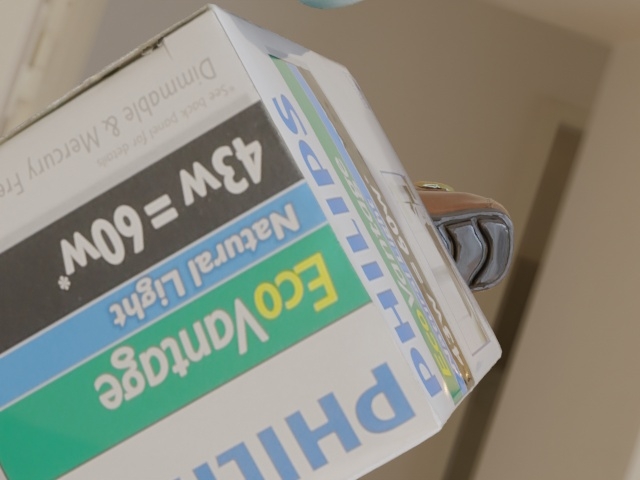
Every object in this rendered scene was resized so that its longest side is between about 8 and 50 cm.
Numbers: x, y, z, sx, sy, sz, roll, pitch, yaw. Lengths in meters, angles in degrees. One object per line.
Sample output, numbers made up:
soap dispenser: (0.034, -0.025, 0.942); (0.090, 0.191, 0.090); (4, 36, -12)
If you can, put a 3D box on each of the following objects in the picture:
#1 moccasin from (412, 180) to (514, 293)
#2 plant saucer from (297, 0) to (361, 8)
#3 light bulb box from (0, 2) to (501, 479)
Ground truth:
moccasin: (0.000, -0.003, 1.676); (0.380, 0.139, 0.147); (-11, 23, -24)
plant saucer: (0.048, -0.248, 1.259); (0.037, 0.195, 0.195); (39, 9, 31)
light bulb box: (-0.112, 0.068, 0.960); (0.225, 0.358, 0.361); (61, 9, 4)
